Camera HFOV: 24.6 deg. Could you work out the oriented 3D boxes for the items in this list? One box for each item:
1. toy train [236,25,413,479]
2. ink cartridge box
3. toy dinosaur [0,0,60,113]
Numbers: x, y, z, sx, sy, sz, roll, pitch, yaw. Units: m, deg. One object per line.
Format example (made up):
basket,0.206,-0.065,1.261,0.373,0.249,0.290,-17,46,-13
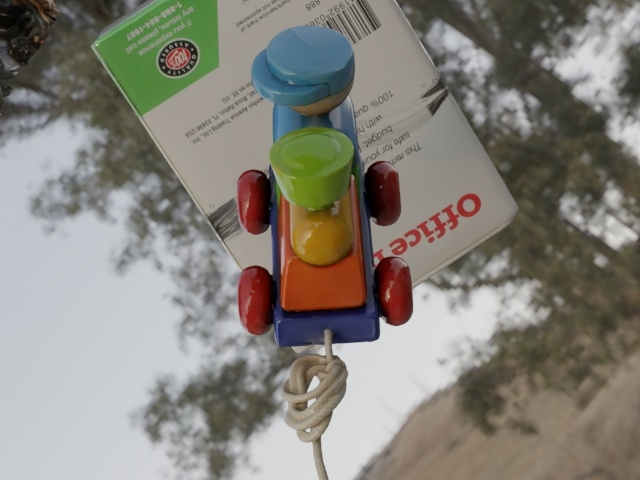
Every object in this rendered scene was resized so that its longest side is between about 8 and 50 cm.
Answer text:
toy train,0.000,0.000,0.842,0.248,0.105,0.143,-93,-1,-46
ink cartridge box,-0.012,-0.091,1.147,0.211,0.289,0.121,-32,13,-1
toy dinosaur,-0.244,-0.128,0.479,0.164,0.321,0.218,127,164,-57
